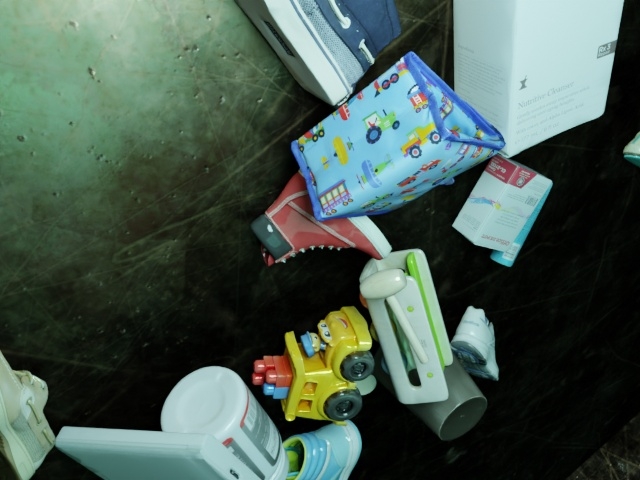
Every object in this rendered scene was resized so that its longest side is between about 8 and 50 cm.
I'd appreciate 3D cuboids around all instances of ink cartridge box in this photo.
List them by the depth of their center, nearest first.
[{"bbox_3d":[0.372,-0.075,1.115,0.127,0.072,0.175,12,114,-38],"label":"ink cartridge box"}]

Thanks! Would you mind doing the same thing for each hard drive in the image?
[{"bbox_3d":[-0.269,0.381,0.914,0.307,0.040,0.203,-7,133,25],"label":"hard drive"}]

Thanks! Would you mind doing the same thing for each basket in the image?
[{"bbox_3d":[0.245,0.315,1.204,0.154,0.227,0.204,16,112,-38],"label":"basket"}]

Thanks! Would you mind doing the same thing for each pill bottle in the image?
[{"bbox_3d":[-0.169,0.381,1.034,0.161,0.161,0.283,-31,133,-10],"label":"pill bottle"}]

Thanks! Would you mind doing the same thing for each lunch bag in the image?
[{"bbox_3d":[0.142,-0.120,0.825,0.221,0.138,0.293,-31,157,31],"label":"lunch bag"}]

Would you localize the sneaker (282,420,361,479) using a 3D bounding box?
[{"bbox_3d":[-0.042,0.571,1.278,0.208,0.127,0.319,3,110,-36],"label":"sneaker"}]

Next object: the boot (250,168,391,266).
[{"bbox_3d":[0.000,0.000,0.928,0.176,0.088,0.244,-47,125,6],"label":"boot"}]

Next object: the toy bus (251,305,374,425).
[{"bbox_3d":[-0.022,0.242,1.060,0.211,0.149,0.220,7,116,-18],"label":"toy bus"}]

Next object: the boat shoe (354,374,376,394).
[{"bbox_3d":[0.064,0.336,1.233,0.137,0.049,0.043,-10,168,-30],"label":"boat shoe"}]

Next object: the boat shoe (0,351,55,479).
[{"bbox_3d":[-0.466,0.237,0.800,0.098,0.109,0.302,-52,151,-51],"label":"boat shoe"}]

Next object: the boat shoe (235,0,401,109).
[{"bbox_3d":[-0.020,-0.331,0.667,0.158,0.127,0.340,-47,142,-2],"label":"boat shoe"}]

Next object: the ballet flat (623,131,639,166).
[{"bbox_3d":[0.820,-0.197,1.314,0.248,0.086,0.086,21,108,-39],"label":"ballet flat"}]

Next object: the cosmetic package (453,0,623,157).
[{"bbox_3d":[0.333,-0.356,0.836,0.217,0.156,0.385,-25,132,-13],"label":"cosmetic package"}]

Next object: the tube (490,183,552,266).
[{"bbox_3d":[0.449,-0.043,1.207,0.080,0.052,0.207,9,111,-42],"label":"tube"}]

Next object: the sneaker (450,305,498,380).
[{"bbox_3d":[0.399,0.264,1.347,0.129,0.111,0.297,-67,153,-20],"label":"sneaker"}]

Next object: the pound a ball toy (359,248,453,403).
[{"bbox_3d":[0.143,0.165,1.013,0.135,0.208,0.319,-11,111,23],"label":"pound a ball toy"}]
